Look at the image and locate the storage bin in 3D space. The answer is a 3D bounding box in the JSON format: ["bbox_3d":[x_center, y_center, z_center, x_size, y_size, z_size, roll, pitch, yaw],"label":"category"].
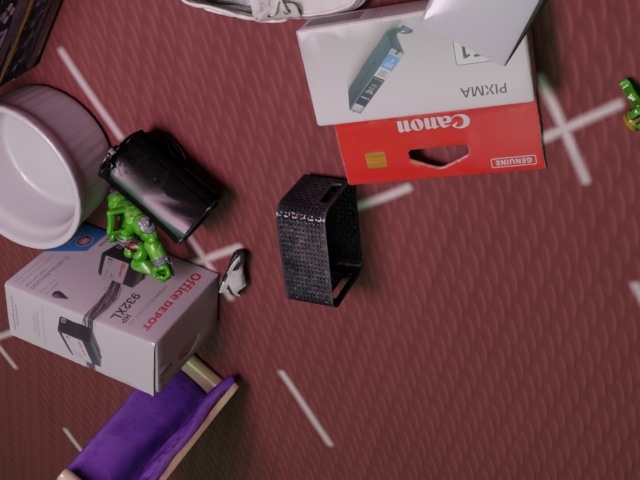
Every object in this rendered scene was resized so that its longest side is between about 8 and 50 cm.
[{"bbox_3d":[0.000,0.000,1.382,0.084,0.122,0.180,9,125,22],"label":"storage bin"}]

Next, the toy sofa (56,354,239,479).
[{"bbox_3d":[-0.319,0.358,1.643,0.150,0.362,0.177,41,137,-1],"label":"toy sofa"}]

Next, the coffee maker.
[{"bbox_3d":[-0.265,-0.080,1.439,0.178,0.171,0.120,41,115,-4],"label":"coffee maker"}]

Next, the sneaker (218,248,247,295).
[{"bbox_3d":[-0.145,0.057,1.561,0.044,0.040,0.109,20,134,-6],"label":"sneaker"}]

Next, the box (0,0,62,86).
[{"bbox_3d":[-0.476,-0.353,1.268,0.097,0.318,0.395,39,132,-2],"label":"box"}]

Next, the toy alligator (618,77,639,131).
[{"bbox_3d":[0.437,-0.125,1.109,0.189,0.051,0.056,47,131,-7],"label":"toy alligator"}]

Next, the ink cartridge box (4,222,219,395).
[{"bbox_3d":[-0.367,0.114,1.591,0.307,0.223,0.129,19,128,15],"label":"ink cartridge box"}]

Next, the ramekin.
[{"bbox_3d":[-0.498,-0.136,1.549,0.277,0.135,0.277,14,127,19],"label":"ramekin"}]

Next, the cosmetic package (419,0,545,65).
[{"bbox_3d":[0.241,-0.367,0.833,0.097,0.377,0.284,28,131,8],"label":"cosmetic package"}]

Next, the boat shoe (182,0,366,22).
[{"bbox_3d":[-0.068,-0.337,1.205,0.277,0.096,0.098,5,123,25],"label":"boat shoe"}]

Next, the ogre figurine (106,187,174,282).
[{"bbox_3d":[-0.324,-0.014,1.548,0.097,0.197,0.118,-13,127,-14],"label":"ogre figurine"}]

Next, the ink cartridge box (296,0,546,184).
[{"bbox_3d":[0.141,-0.187,1.190,0.296,0.066,0.261,-4,119,20],"label":"ink cartridge box"}]
